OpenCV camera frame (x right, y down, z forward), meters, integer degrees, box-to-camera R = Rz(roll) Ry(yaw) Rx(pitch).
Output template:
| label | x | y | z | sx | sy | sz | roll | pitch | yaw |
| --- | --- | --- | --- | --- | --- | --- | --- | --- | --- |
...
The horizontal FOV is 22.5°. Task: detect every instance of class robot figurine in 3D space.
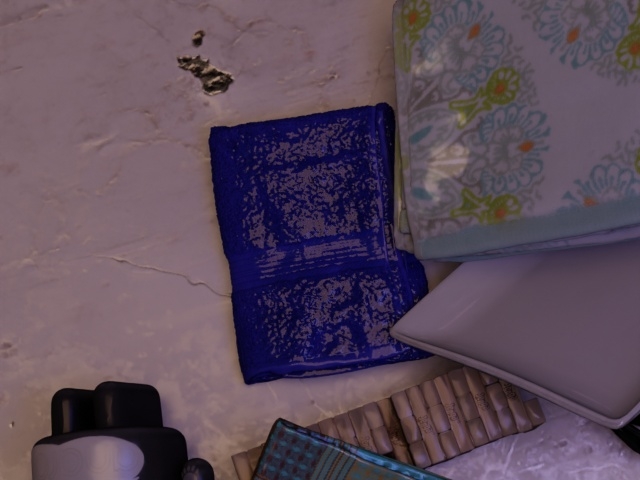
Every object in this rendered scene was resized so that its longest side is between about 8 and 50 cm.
| label | x | y | z | sx | sy | sz | roll | pitch | yaw |
| --- | --- | --- | --- | --- | --- | --- | --- | --- | --- |
| robot figurine | -0.221 | 0.295 | 1.735 | 0.174 | 0.209 | 0.278 | -1 | 77 | -22 |

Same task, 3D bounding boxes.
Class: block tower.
| label | x | y | z | sx | sy | sz | roll | pitch | yaw |
| --- | --- | --- | --- | --- | --- | --- | --- | --- | --- |
| block tower | 0.074 | 0.221 | 1.785 | 0.335 | 0.091 | 0.097 | -19 | 81 | -4 |

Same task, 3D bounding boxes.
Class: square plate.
| label | x | y | z | sx | sy | sz | roll | pitch | yaw |
| --- | --- | --- | --- | --- | --- | --- | --- | --- | --- |
| square plate | 0.301 | 0.050 | 1.704 | 0.347 | 0.344 | 0.049 | -40 | 123 | -23 |

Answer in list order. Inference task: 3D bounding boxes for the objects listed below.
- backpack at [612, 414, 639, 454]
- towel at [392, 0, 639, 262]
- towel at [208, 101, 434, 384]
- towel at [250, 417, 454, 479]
| label | x | y | z | sx | sy | sz | roll | pitch | yaw |
| --- | --- | --- | --- | --- | --- | --- | --- | --- | --- |
| backpack | 0.344 | 0.151 | 1.775 | 0.115 | 0.152 | 0.182 | -43 | 88 | -11 |
| towel | 0.250 | -0.147 | 1.742 | 0.374 | 0.090 | 0.320 | -8 | 75 | 27 |
| towel | 0.000 | 0.000 | 1.837 | 0.228 | 0.076 | 0.308 | -9 | 79 | -2 |
| towel | 0.074 | 0.374 | 1.725 | 0.370 | 0.040 | 0.271 | 22 | 92 | -7 |
